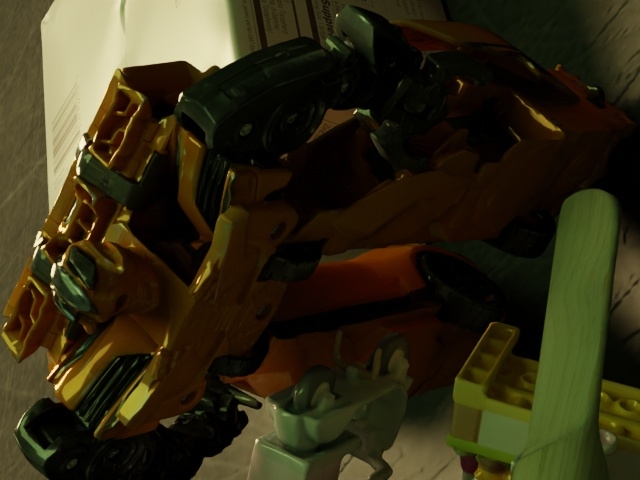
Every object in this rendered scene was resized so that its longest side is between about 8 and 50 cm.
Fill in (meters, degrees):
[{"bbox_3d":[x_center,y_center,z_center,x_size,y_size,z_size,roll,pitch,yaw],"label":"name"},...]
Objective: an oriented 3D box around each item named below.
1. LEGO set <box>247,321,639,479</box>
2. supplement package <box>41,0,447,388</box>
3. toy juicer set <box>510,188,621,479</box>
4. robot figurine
[{"bbox_3d":[0.113,0.125,0.559,0.287,0.132,0.107,28,124,36],"label":"LEGO set"},{"bbox_3d":[-0.044,-0.084,0.923,0.204,0.145,0.262,-52,33,36],"label":"supplement package"},{"bbox_3d":[0.161,0.081,0.428,0.329,0.089,0.209,-1,54,51],"label":"toy juicer set"},{"bbox_3d":[0.000,0.000,0.646,0.085,0.291,0.211,42,116,28],"label":"robot figurine"}]
